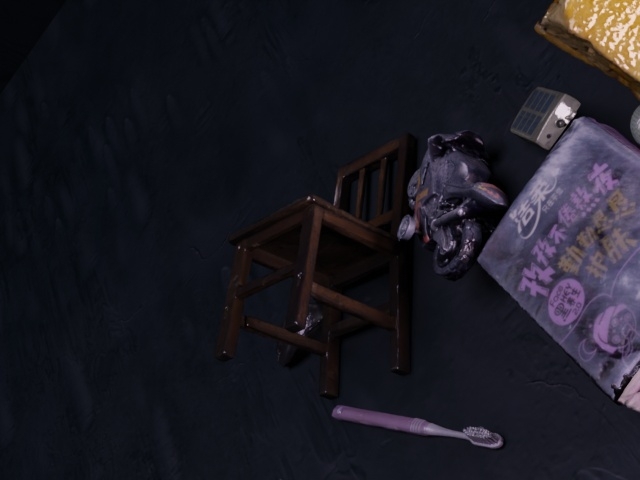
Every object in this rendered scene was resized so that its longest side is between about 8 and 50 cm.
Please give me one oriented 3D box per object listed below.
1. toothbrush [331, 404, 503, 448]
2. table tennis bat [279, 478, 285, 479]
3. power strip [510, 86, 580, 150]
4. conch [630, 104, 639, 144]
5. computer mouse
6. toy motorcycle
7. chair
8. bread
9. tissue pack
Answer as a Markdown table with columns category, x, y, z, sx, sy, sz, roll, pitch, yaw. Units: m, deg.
| category | x | y | z | sx | sy | sz | roll | pitch | yaw |
| --- | --- | --- | --- | --- | --- | --- | --- | --- | --- |
| toothbrush | 0.128 | 0.263 | 1.950 | 0.354 | 0.029 | 0.024 | 1 | 57 | 53 |
| table tennis bat | -0.084 | 0.449 | 2.124 | 0.087 | 0.013 | 0.156 | 11 | 80 | 56 |
| power strip | 0.311 | -0.172 | 1.893 | 0.080 | 0.029 | 0.227 | -56 | 8 | 6 |
| conch | 0.441 | -0.142 | 1.773 | 0.056 | 0.076 | 0.085 | 92 | -165 | -54 |
| computer mouse | -0.037 | 0.149 | 2.215 | 0.135 | 0.047 | 0.079 | -46 | 38 | 27 |
| toy motorcycle | 0.194 | -0.065 | 1.985 | 0.173 | 0.108 | 0.307 | -61 | 21 | 20 |
| chair | 0.000 | 0.000 | 2.092 | 0.203 | 0.240 | 0.416 | -27 | 50 | 44 |
| bread | 0.429 | -0.261 | 1.679 | 0.185 | 0.275 | 0.114 | -54 | -4 | 2 |
| tissue pack | 0.374 | 0.023 | 1.713 | 0.259 | 0.122 | 0.361 | -55 | 35 | 11 |
